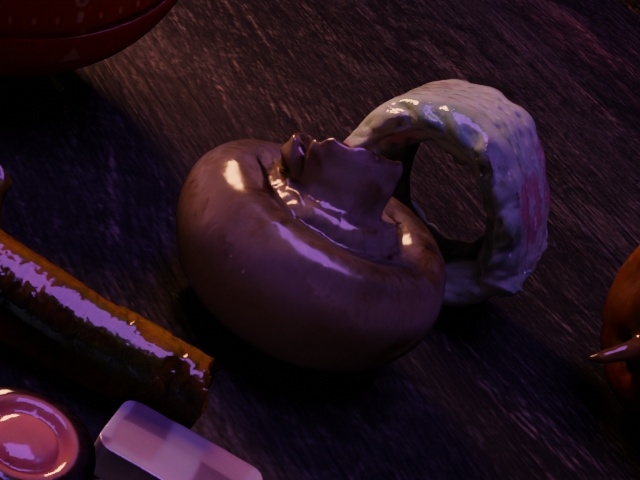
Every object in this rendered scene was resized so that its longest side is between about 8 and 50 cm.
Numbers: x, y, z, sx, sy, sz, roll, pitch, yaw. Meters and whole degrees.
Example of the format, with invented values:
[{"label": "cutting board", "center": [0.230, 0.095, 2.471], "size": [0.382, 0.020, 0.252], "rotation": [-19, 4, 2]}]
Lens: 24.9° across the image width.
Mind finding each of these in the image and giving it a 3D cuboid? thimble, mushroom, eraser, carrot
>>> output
[{"label": "thimble", "center": [0.121, -0.038, 1.339], "size": [0.211, 0.185, 0.149], "rotation": [48, 28, 5]}, {"label": "mushroom", "center": [0.000, 0.000, 1.132], "size": [0.226, 0.178, 0.226], "rotation": [33, 17, -12]}, {"label": "eraser", "center": [-0.092, 0.147, 0.922], "size": [0.105, 0.026, 0.065], "rotation": [30, 26, 1]}, {"label": "carrot", "center": [-0.185, 0.042, 0.967], "size": [0.260, 0.070, 0.070], "rotation": [30, 24, 0]}]

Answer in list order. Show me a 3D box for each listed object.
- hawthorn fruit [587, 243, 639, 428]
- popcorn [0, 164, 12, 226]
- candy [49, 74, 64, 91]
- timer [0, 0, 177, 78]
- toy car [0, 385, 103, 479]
[{"label": "hawthorn fruit", "center": [0.366, 0.084, 1.294], "size": [0.298, 0.277, 0.277], "rotation": [-3, 35, -19]}, {"label": "popcorn", "center": [-0.266, -0.023, 0.850], "size": [0.198, 0.198, 0.212], "rotation": [37, 47, 17]}, {"label": "candy", "center": [-0.282, -0.206, 1.394], "size": [0.060, 0.060, 0.201], "rotation": [8, 39, -41]}, {"label": "timer", "center": [-0.283, -0.317, 1.269], "size": [0.378, 0.279, 0.378], "rotation": [11, 50, -13]}, {"label": "toy car", "center": [-0.121, 0.209, 0.595], "size": [0.270, 0.180, 0.212], "rotation": [28, 33, -5]}]
